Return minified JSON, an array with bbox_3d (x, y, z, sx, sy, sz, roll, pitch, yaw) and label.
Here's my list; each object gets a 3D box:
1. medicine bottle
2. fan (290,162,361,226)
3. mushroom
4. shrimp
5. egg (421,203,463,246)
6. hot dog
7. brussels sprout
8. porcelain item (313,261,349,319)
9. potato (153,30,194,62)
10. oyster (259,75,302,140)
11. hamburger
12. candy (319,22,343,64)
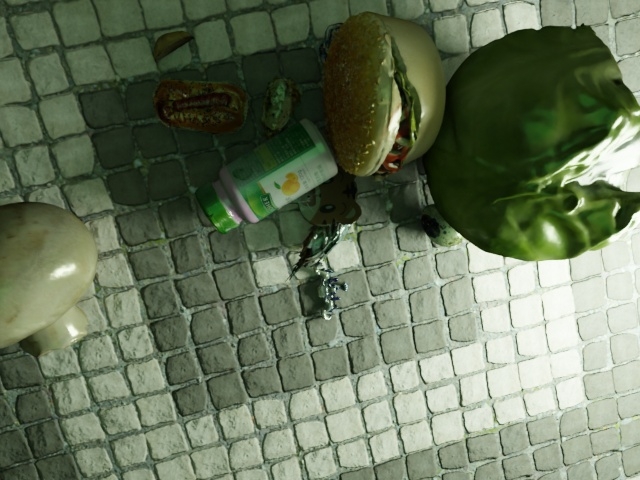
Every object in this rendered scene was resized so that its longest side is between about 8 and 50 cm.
[{"bbox_3d":[-0.111,-0.125,0.892,0.274,0.133,0.134,-30,101,0],"label":"medicine bottle"},{"bbox_3d":[-0.025,-0.094,0.940,0.226,0.008,0.153,-7,70,8],"label":"fan"},{"bbox_3d":[-0.558,0.081,0.835,0.297,0.298,0.290,-19,138,-3],"label":"mushroom"},{"bbox_3d":[0.000,0.000,0.943,0.079,0.090,0.233,45,78,-32],"label":"shrimp"},{"bbox_3d":[0.272,-0.035,0.975,0.110,0.085,0.085,41,93,-9],"label":"egg"},{"bbox_3d":[-0.241,-0.273,0.891,0.191,0.059,0.108,2,95,-5],"label":"hot dog"},{"bbox_3d":[0.384,-0.162,0.848,0.360,0.342,0.426,-22,96,14],"label":"brussels sprout"},{"bbox_3d":[0.030,0.111,1.003,0.075,0.021,0.136,-11,101,-9],"label":"porcelain item"},{"bbox_3d":[-0.302,-0.398,0.873,0.093,0.037,0.036,-33,97,0],"label":"potato"},{"bbox_3d":[-0.093,-0.279,0.921,0.086,0.029,0.132,41,96,-5],"label":"oyster"},{"bbox_3d":[0.096,-0.266,0.814,0.170,0.302,0.302,-12,101,-18],"label":"hamburger"},{"bbox_3d":[0.109,-0.407,0.916,0.226,0.051,0.094,-5,110,-4],"label":"candy"}]
